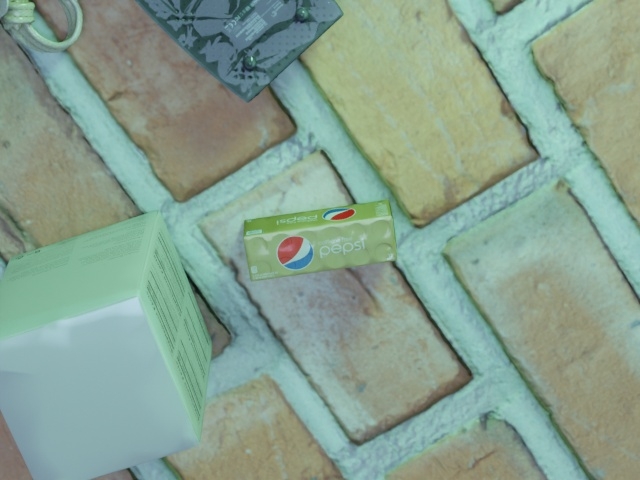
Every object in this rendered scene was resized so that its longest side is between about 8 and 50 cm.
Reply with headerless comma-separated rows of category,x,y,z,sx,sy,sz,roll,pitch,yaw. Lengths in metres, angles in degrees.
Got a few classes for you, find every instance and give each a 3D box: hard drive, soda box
hard drive,-0.115,-0.299,1.775,0.172,0.054,0.254,-42,107,13
soda box,0.000,0.000,1.895,0.181,0.058,0.061,-8,111,2

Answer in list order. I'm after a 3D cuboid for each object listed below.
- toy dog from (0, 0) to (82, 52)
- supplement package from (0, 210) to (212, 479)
toy dog,-0.405,-0.315,1.704,0.220,0.161,0.334,-14,111,4
supplement package,-0.255,0.123,1.826,0.199,0.263,0.198,-18,111,6
